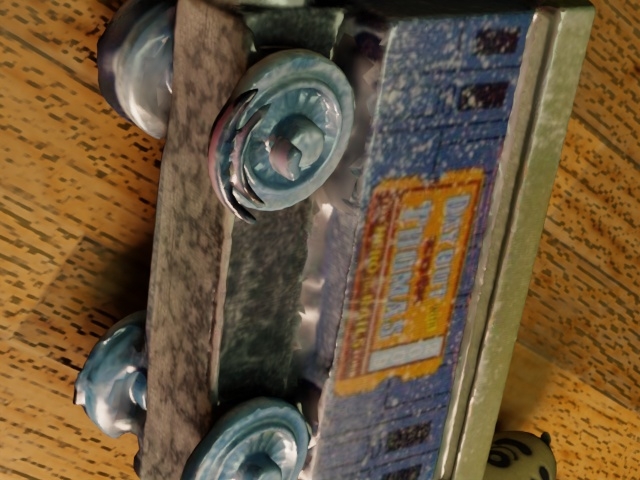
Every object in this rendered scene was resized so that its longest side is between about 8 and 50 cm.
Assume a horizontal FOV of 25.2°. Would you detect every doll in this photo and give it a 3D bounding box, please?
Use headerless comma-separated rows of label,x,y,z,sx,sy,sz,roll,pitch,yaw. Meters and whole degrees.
doll,0.067,0.165,0.833,0.179,0.102,0.089,-33,172,-16

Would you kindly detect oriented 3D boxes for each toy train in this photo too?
toy train,0.000,0.000,0.671,0.202,0.131,0.300,-10,122,-36
